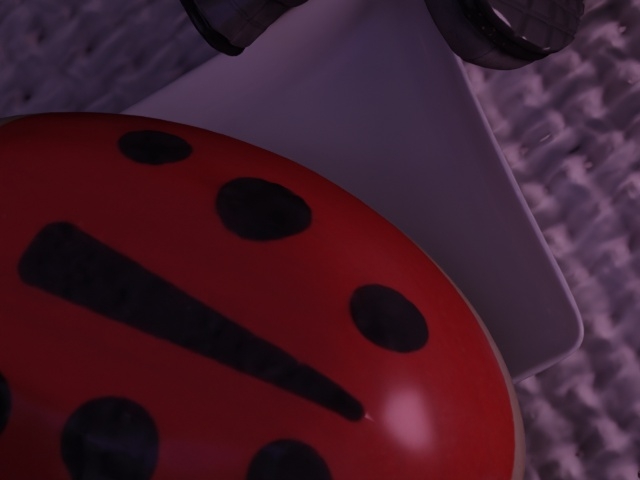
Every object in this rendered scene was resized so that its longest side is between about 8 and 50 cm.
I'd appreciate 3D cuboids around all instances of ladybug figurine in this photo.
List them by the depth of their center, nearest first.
[{"bbox_3d":[-0.091,0.062,1.022,0.449,0.162,0.305,21,66,20],"label":"ladybug figurine"}]

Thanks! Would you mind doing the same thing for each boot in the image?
[{"bbox_3d":[0.017,-0.168,1.068,0.222,0.118,0.338,-34,37,22],"label":"boot"}]

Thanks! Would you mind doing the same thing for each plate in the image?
[{"bbox_3d":[0.000,0.000,1.147,0.278,0.045,0.277,-29,73,22],"label":"plate"}]
